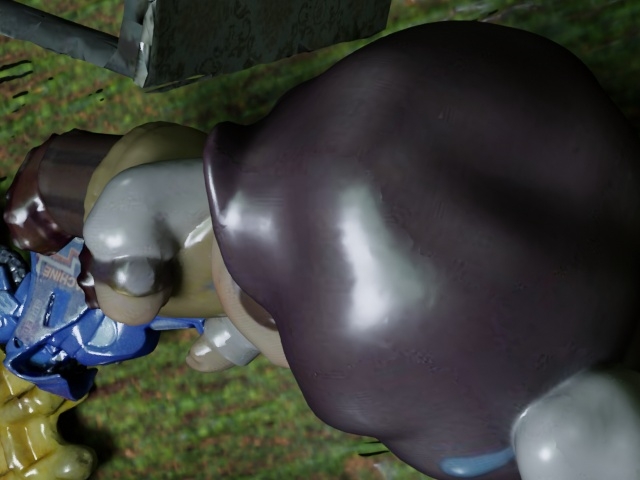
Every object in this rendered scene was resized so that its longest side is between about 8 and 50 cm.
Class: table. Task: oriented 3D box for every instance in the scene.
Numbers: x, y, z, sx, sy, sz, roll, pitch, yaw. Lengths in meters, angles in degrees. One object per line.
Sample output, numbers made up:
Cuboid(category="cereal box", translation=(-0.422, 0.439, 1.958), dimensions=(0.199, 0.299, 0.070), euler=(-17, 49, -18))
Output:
Cuboid(category="table", translation=(-0.105, -0.281, 0.794), dimensions=(0.272, 0.222, 0.335), euler=(22, 113, 26))

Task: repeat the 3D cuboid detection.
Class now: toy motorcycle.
Cuboid(category="toy motorcycle", translation=(-0.132, 0.034, 1.027), dimensions=(0.205, 0.076, 0.114), euler=(-18, 84, 18))

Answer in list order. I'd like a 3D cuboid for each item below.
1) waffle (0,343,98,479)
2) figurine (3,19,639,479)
Cuboid(category="waffle", translation=(-0.279, 0.090, 1.149), dimensions=(0.301, 0.058, 0.281), euler=(46, 118, 15))
Cuboid(category="figurine", translation=(-0.013, 0.013, 0.802), dimensions=(0.365, 0.206, 0.218), euler=(-8, 128, 34))
